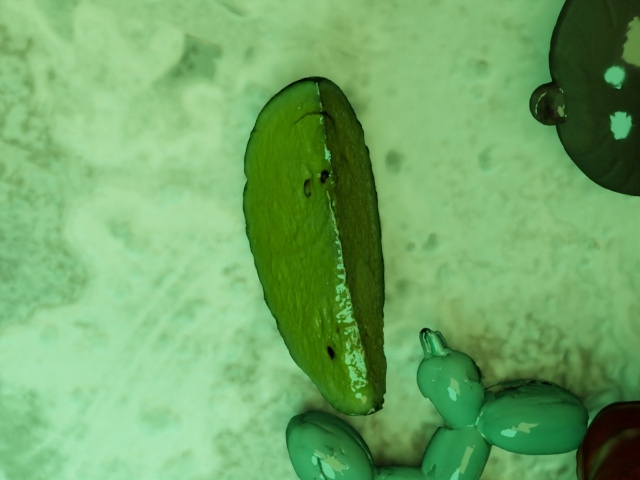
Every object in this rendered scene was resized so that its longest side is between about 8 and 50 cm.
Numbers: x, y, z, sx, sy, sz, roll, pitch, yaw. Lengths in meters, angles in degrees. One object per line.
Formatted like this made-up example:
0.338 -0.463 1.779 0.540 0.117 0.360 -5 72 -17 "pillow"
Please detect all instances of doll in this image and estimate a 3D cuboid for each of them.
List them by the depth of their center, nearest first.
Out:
0.203 -0.093 1.027 0.188 0.096 0.145 2 113 -26 "doll"
0.056 0.132 1.060 0.158 0.059 0.159 27 97 -6 "doll"

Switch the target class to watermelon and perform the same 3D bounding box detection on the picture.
-0.009 0.001 1.030 0.075 0.092 0.182 -8 99 13 "watermelon"

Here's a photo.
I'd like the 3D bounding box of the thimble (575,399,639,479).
0.243 0.255 0.939 0.230 0.350 0.350 1 97 6 "thimble"
